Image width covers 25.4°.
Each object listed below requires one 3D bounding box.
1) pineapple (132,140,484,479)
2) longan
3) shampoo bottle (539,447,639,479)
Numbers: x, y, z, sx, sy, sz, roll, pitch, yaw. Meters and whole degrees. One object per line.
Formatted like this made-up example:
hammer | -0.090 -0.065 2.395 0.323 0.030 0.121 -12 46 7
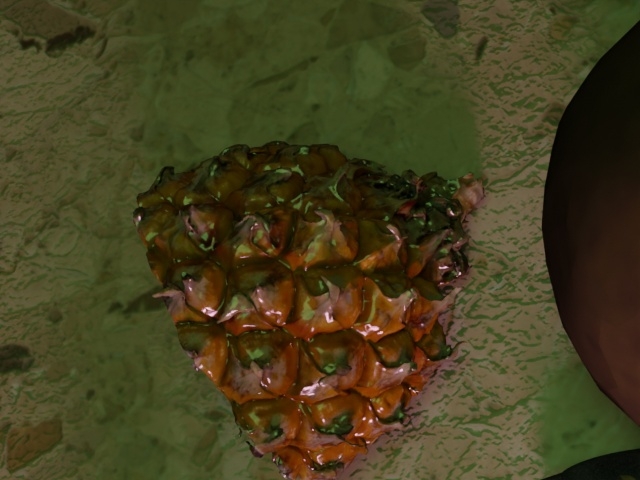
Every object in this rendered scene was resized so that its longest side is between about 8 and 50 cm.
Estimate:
pineapple | 0.003 -0.002 1.215 0.286 0.209 0.344 -33 70 5
longan | 0.360 -0.024 1.073 0.405 0.336 0.404 -1 105 -3
shampoo bottle | 0.298 0.204 1.168 0.234 0.049 0.087 -9 38 12
